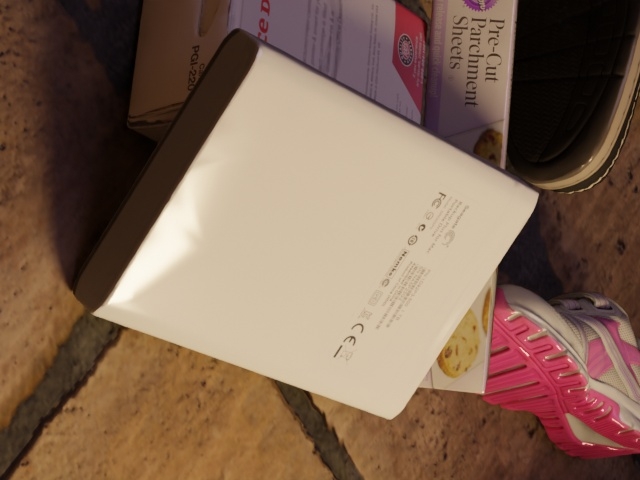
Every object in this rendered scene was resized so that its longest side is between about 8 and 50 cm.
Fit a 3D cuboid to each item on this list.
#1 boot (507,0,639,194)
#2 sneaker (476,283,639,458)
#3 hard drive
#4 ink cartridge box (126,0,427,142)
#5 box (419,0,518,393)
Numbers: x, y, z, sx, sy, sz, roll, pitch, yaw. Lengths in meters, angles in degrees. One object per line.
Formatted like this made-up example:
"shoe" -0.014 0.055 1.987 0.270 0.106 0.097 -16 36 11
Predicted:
"boot" 0.292 -0.167 1.786 0.284 0.138 0.377 38 51 -44
"sneaker" 0.196 0.089 1.645 0.252 0.103 0.111 41 48 -47
"hard drive" 0.000 0.000 1.357 0.307 0.040 0.203 24 102 -45
"ink cartridge box" -0.026 -0.119 1.401 0.218 0.092 0.158 28 60 -48
"box" 0.107 -0.047 1.502 0.063 0.067 0.324 -36 132 -81
